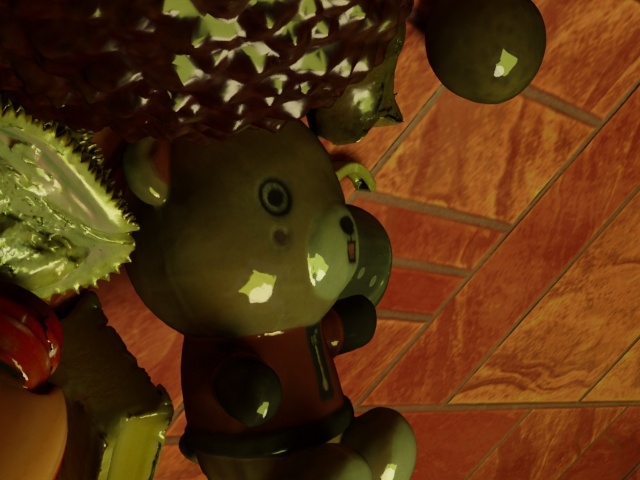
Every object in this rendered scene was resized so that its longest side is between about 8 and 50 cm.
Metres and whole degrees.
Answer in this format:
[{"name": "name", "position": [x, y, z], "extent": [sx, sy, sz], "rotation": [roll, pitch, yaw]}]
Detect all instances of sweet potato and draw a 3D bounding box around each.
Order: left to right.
[{"name": "sweet potato", "position": [0.004, -0.156, 0.954], "extent": [0.112, 0.085, 0.286], "rotation": [-53, 154, -6]}]

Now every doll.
[{"name": "doll", "position": [-0.044, 0.057, 1.001], "extent": [0.174, 0.330, 0.235], "rotation": [-10, -177, 31]}]

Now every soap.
[{"name": "soap", "position": [-0.199, 0.169, 1.123], "extent": [0.076, 0.135, 0.233], "rotation": [-21, 147, -35]}]

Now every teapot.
[{"name": "teapot", "position": [0.000, 0.000, 1.171], "extent": [0.119, 0.130, 0.166], "rotation": [52, 54, -48]}]

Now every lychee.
[{"name": "lychee", "position": [-0.063, -0.176, 0.664], "extent": [0.300, 0.264, 0.264], "rotation": [-16, 149, -6]}]

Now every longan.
[{"name": "longan", "position": [0.135, -0.172, 1.109], "extent": [0.106, 0.106, 0.119], "rotation": [25, 72, -61]}]

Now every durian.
[{"name": "durian", "position": [-0.211, -0.051, 0.844], "extent": [0.146, 0.102, 0.208], "rotation": [-23, 127, 2]}]

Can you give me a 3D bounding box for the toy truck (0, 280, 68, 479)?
[{"name": "toy truck", "position": [-0.293, 0.138, 0.848], "extent": [0.239, 0.264, 0.189], "rotation": [104, 6, -46]}]
